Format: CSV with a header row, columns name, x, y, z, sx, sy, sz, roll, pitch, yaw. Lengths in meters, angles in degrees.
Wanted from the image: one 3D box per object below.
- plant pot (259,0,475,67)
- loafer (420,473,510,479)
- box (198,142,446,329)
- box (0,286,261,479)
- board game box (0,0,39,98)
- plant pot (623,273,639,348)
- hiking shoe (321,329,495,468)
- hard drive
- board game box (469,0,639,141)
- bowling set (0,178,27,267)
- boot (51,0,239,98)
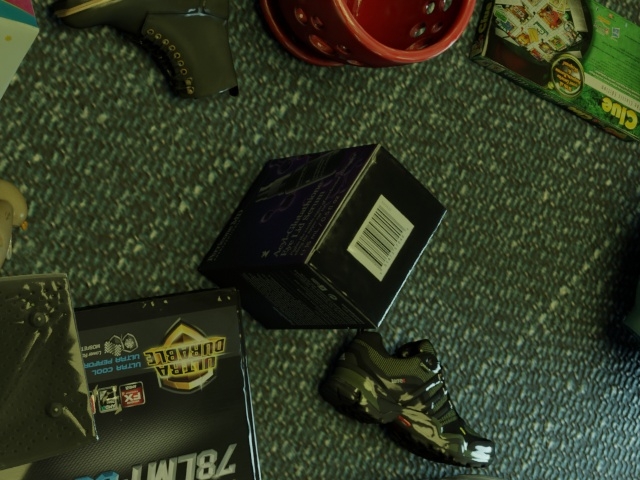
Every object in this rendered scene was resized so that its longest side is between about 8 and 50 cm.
name,x,y,z,sx,sy,sz,roll,pitch,yaw
plant pot,0.038,-0.268,1.901,0.191,0.174,0.191,2,86,-35
loafer,0.127,0.309,1.973,0.319,0.111,0.112,-2,89,-35
box,0.000,0.000,1.842,0.108,0.207,0.153,43,64,-25
box,-0.200,0.208,1.779,0.295,0.073,0.293,-7,91,-34
board game box,-0.377,-0.269,1.560,0.224,0.097,0.303,13,41,-33
plant pot,0.480,0.092,2.152,0.196,0.293,0.293,-44,114,1
hiking shoe,0.114,0.167,1.986,0.227,0.086,0.114,32,74,-29
hard drive,-0.337,0.126,1.638,0.254,0.054,0.172,-11,93,-7
board game box,0.292,-0.225,2.164,0.259,0.030,0.136,24,72,-31
bowling set,-0.412,-0.067,1.625,0.287,0.200,0.154,61,17,-20
boot,-0.162,-0.194,1.824,0.198,0.077,0.137,-15,102,-33
